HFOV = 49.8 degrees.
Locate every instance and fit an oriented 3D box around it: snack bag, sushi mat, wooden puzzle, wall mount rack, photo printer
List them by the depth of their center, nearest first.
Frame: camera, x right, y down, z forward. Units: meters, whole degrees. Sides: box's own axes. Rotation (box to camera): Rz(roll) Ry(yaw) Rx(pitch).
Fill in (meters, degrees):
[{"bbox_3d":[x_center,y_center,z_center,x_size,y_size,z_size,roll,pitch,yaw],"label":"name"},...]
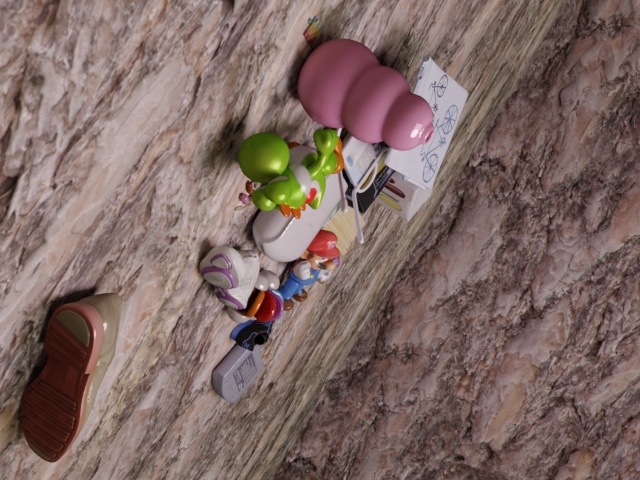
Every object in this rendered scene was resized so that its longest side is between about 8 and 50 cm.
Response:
[{"bbox_3d":[-0.016,-0.463,1.523,0.049,0.006,0.083,-56,162,0],"label":"wooden puzzle"},{"bbox_3d":[0.118,-0.179,1.895,0.304,0.130,0.350,-57,153,-12],"label":"wall mount rack"},{"bbox_3d":[-0.060,-0.082,1.907,0.308,0.107,0.256,-55,162,-4],"label":"photo printer"},{"bbox_3d":[0.296,-0.317,1.948,0.342,0.037,0.323,13,100,-59],"label":"snack bag"},{"bbox_3d":[0.068,-0.063,2.312,0.151,0.019,0.316,-58,152,-10],"label":"sushi mat"}]

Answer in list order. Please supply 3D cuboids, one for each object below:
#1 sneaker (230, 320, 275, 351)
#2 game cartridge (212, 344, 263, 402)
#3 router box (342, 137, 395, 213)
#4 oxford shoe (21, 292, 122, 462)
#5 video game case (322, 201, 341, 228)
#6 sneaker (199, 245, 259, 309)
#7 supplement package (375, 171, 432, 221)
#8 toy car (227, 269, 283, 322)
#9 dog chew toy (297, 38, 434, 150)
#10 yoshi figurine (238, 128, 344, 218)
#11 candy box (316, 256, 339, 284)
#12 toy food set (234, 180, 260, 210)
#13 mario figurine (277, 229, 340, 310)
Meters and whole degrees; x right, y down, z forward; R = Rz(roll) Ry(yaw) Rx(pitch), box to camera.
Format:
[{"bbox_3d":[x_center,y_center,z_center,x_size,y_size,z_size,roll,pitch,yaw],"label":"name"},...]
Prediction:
[{"bbox_3d":[-0.189,0.284,2.235,0.232,0.090,0.081,-34,152,-49],"label":"sneaker"},{"bbox_3d":[-0.280,0.444,2.343,0.196,0.060,0.294,-52,162,-24],"label":"game cartridge"},{"bbox_3d":[0.167,-0.272,2.128,0.309,0.081,0.243,-52,150,-16],"label":"router box"},{"bbox_3d":[-0.486,0.281,1.393,0.397,0.140,0.146,-62,169,23],"label":"oxford shoe"},{"bbox_3d":[0.046,-0.155,2.144,0.190,0.022,0.173,-49,150,-24],"label":"video game case"},{"bbox_3d":[-0.225,0.064,1.778,0.305,0.114,0.152,92,22,-66],"label":"sneaker"},{"bbox_3d":[0.273,-0.213,2.387,0.149,0.203,0.194,-48,160,-25],"label":"supplement package"},{"bbox_3d":[-0.172,0.180,2.022,0.159,0.136,0.182,-60,162,10],"label":"toy car"},{"bbox_3d":[0.110,-0.317,1.572,0.207,0.331,0.207,-48,161,-23],"label":"dog chew toy"},{"bbox_3d":[-0.073,-0.184,1.558,0.204,0.202,0.362,-65,173,24],"label":"yoshi figurine"},{"bbox_3d":[0.019,0.070,2.467,0.109,0.053,0.187,-49,160,-22],"label":"candy box"},{"bbox_3d":[-0.167,-0.123,1.700,0.078,0.019,0.122,-19,139,-62],"label":"toy food set"},{"bbox_3d":[-0.024,0.105,2.211,0.198,0.170,0.321,-89,-157,-50],"label":"mario figurine"}]
